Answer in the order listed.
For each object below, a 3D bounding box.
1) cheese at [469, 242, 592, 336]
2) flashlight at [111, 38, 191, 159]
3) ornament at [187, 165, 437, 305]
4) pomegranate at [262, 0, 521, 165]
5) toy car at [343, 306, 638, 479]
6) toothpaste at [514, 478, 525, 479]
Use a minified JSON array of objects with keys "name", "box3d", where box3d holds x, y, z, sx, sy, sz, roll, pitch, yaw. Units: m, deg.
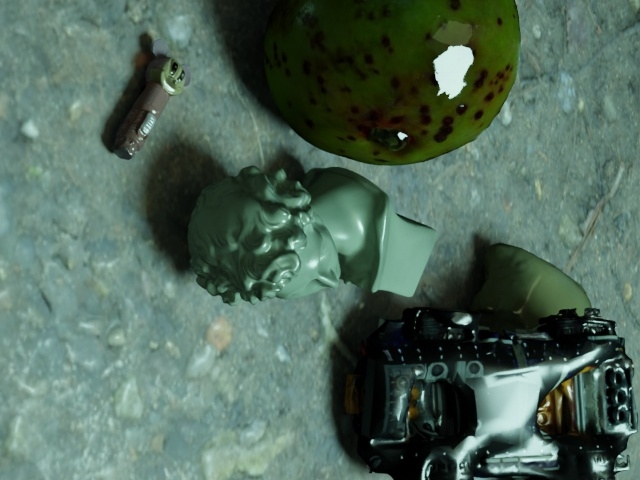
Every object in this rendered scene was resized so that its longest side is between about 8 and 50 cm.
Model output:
[{"name":"cheese","box3d":[0.225,0.115,1.549,0.175,0.091,0.202,39,60,-39]},{"name":"flashlight","box3d":[-0.140,-0.114,1.176,0.052,0.031,0.110,48,54,-37]},{"name":"ornament","box3d":[-0.007,-0.008,1.269,0.285,0.130,0.120,-6,110,-57]},{"name":"pomegranate","box3d":[0.067,-0.211,1.273,0.231,0.231,0.285,5,86,-49]},{"name":"toy car","box3d":[0.170,0.156,1.403,0.301,0.118,0.193,4,90,-16]},{"name":"toothpaste","box3d":[0.262,0.280,1.611,0.299,0.073,0.114,-35,116,-52]}]
